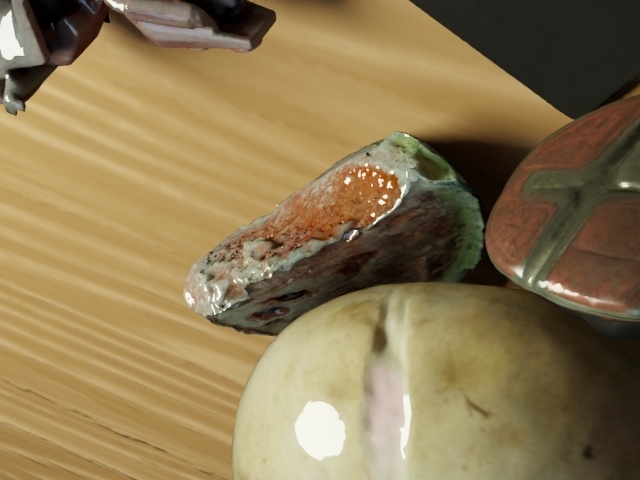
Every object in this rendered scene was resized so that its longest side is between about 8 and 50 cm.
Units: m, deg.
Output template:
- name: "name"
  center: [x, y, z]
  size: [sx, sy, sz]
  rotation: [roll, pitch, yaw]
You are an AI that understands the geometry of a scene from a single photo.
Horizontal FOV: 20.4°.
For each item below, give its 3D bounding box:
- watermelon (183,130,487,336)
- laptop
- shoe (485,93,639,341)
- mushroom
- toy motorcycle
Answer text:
- name: "watermelon"
  center: [0.000, 0.000, 0.860]
  size: [0.187, 0.139, 0.071]
  rotation: [112, 141, -59]
- name: "laptop"
  center: [0.100, -0.127, 0.692]
  size: [0.135, 0.016, 0.197]
  rotation: [37, 149, -7]
- name: "shoe"
  center: [0.209, 0.030, 0.725]
  size: [0.291, 0.114, 0.137]
  rotation: [24, 163, 26]
- name: "mushroom"
  center: [0.072, 0.114, 0.848]
  size: [0.255, 0.184, 0.255]
  rotation: [17, 150, 10]
- name: "toy motorcycle"
  center: [-0.113, -0.116, 0.835]
  size: [0.213, 0.084, 0.118]
  rotation: [5, 130, 31]
